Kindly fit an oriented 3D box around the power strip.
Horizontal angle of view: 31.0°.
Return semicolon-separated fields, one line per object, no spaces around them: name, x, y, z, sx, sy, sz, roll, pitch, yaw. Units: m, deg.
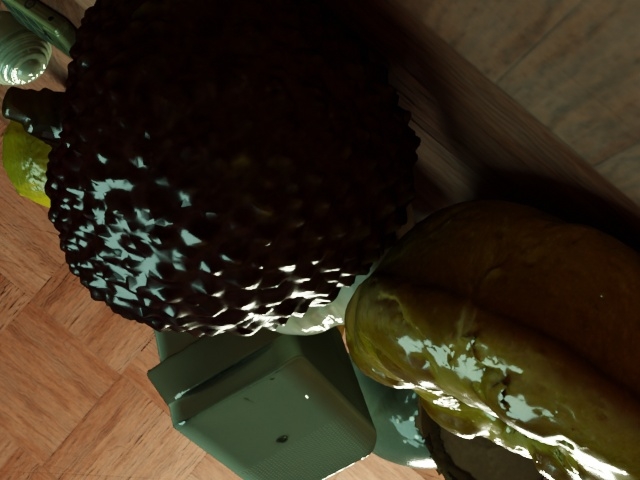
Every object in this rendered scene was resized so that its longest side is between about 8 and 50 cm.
power strip;-0.373;-0.293;1.561;0.169;0.028;0.076;34;167;31

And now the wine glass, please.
wine glass;0.137;0.176;1.292;0.190;0.190;0.357;42;170;-11

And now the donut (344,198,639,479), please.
donut;0.165;0.090;0.877;0.317;0.150;0.299;21;163;44

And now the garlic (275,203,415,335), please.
garlic;-0.027;-0.008;1.079;0.281;0.185;0.203;30;158;38

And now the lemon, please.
lemon;-0.437;-0.149;1.938;0.192;0.192;0.231;46;161;-29

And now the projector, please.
projector;-0.065;0.136;1.218;0.242;0.163;0.177;47;-165;-45

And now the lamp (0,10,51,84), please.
lamp;-0.475;-0.306;1.694;0.193;0.106;0.106;46;172;20

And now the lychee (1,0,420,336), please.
lychee;-0.076;-0.063;0.837;0.304;0.275;0.276;15;177;-17

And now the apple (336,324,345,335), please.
apple;-0.087;0.121;1.754;0.264;0.264;0.264;39;169;9

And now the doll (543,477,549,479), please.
doll;0.308;0.308;1.320;0.262;0.093;0.211;24;137;10
